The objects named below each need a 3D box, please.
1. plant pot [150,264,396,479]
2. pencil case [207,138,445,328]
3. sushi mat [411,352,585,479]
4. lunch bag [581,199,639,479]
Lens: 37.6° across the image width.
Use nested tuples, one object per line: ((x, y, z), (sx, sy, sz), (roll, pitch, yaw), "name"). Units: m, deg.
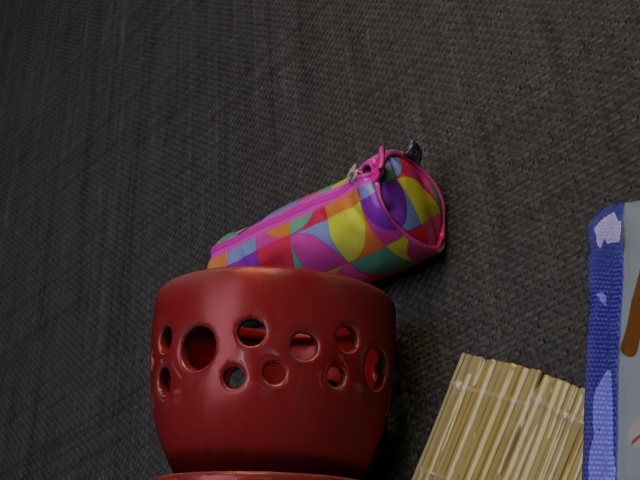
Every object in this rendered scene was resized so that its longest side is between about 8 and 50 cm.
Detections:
((-0.036, 0.127, 0.717), (0.191, 0.191, 0.174), (-20, 62, 42), "plant pot")
((0.000, 0.000, 0.821), (0.236, 0.104, 0.104), (-28, 48, 38), "pencil case")
((0.094, 0.236, 0.625), (0.151, 0.019, 0.316), (17, 82, 52), "sushi mat")
((0.261, 0.145, 0.297), (0.328, 0.239, 0.385), (-19, 54, 48), "lunch bag")
